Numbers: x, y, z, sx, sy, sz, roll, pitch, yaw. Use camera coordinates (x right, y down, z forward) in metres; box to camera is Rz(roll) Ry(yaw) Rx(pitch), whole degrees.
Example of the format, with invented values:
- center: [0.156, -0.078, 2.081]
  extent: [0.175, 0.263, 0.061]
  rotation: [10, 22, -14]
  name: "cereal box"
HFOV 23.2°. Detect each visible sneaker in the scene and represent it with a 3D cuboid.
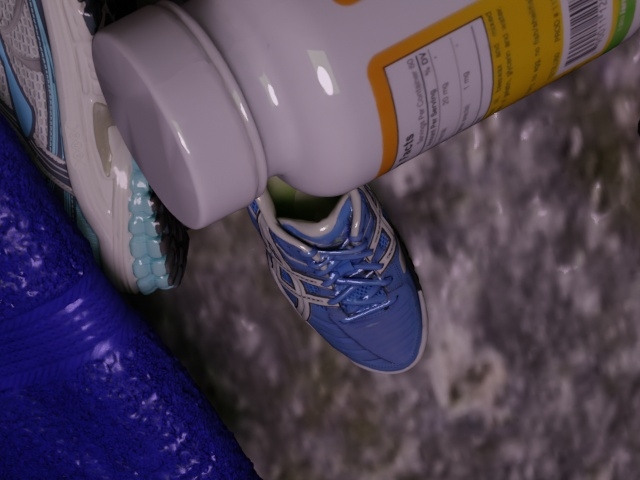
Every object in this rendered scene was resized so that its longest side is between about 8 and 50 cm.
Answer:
- center: [-0.154, -0.089, 0.791]
  extent: [0.122, 0.110, 0.283]
  rotation: [-9, 116, 5]
  name: "sneaker"
- center: [0.000, 0.000, 0.865]
  extent: [0.080, 0.081, 0.211]
  rotation: [-28, 118, 7]
  name: "sneaker"

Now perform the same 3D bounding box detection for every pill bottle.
- center: [0.023, -0.105, 0.738]
  extent: [0.245, 0.136, 0.136]
  rotation: [-29, 119, -17]
  name: "pill bottle"

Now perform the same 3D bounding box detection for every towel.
- center: [-0.186, 0.074, 0.838]
  extent: [0.227, 0.076, 0.308]
  rotation: [-12, 125, 34]
  name: "towel"

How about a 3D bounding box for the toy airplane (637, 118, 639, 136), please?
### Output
- center: [0.356, -0.142, 0.725]
  extent: [0.384, 0.272, 0.386]
  rotation: [15, 136, 20]
  name: "toy airplane"
